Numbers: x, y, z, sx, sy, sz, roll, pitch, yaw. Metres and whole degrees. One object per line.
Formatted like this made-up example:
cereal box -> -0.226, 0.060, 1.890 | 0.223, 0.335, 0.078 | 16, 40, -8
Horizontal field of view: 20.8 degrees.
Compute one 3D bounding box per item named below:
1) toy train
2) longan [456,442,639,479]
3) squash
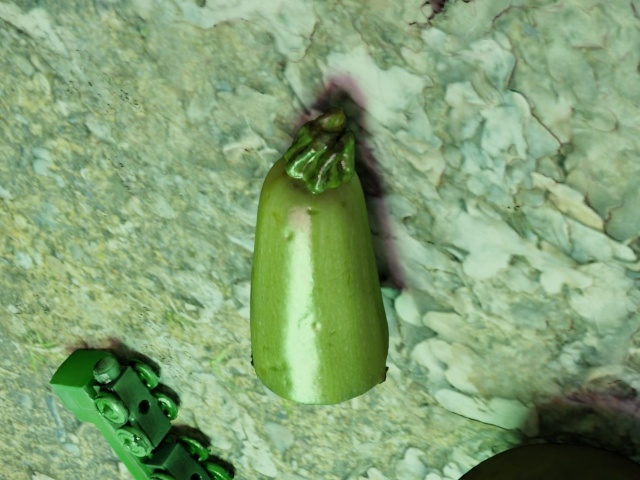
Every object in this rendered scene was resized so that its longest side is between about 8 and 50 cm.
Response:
toy train -> -0.196, 0.224, 1.942 | 0.119, 0.085, 0.251 | 2, 133, 42
longan -> 0.225, 0.329, 1.602 | 0.297, 0.297, 0.297 | 20, 142, 16
squash -> -0.009, -0.006, 1.529 | 0.137, 0.137, 0.287 | 13, 128, 24
